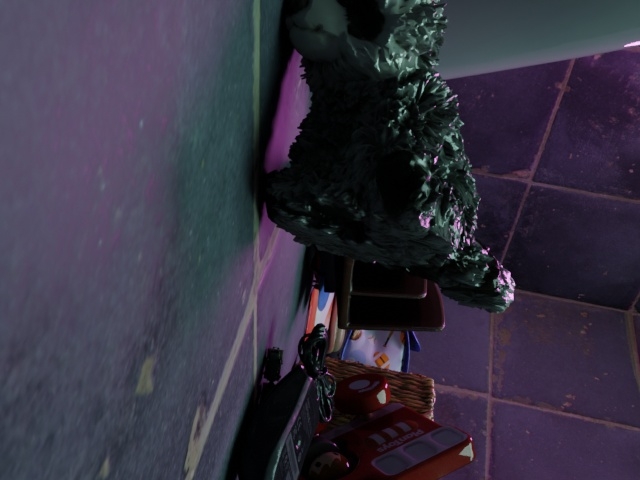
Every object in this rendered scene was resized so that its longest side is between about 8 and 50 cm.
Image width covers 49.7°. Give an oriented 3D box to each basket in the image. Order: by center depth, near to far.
[{"bbox_3d":[0.070,0.389,1.393,0.213,0.299,0.223,-63,163,-70],"label":"basket"}]

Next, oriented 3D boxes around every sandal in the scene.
[{"bbox_3d":[0.000,-0.001,1.273,0.255,0.054,0.097,82,10,-47],"label":"sandal"}]

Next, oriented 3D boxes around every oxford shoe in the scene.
[{"bbox_3d":[0.082,0.127,1.773,0.123,0.130,0.349,153,-48,-68],"label":"oxford shoe"}]

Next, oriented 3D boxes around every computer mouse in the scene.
[{"bbox_3d":[-0.053,0.259,0.959,0.272,0.072,0.189,-60,152,-52],"label":"computer mouse"}]

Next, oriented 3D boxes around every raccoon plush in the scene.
[{"bbox_3d":[0.102,-0.119,0.810,0.446,0.216,0.299,37,63,-55],"label":"raccoon plush"}]

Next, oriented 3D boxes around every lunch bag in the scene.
[{"bbox_3d":[0.123,0.314,1.942,0.328,0.238,0.386,170,-71,-78],"label":"lunch bag"}]

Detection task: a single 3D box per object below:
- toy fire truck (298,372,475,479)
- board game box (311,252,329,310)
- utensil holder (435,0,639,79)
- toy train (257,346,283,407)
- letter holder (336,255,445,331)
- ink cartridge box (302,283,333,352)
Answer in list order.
[{"bbox_3d":[0.062,0.349,1.116,0.254,0.302,0.170,7,-70,62],"label":"toy fire truck"},{"bbox_3d":[-0.002,0.062,1.435,0.133,0.033,0.169,-56,151,-65],"label":"board game box"},{"bbox_3d":[0.258,-0.382,0.873,0.327,0.385,0.328,-5,90,-65],"label":"utensil holder"},{"bbox_3d":[-0.075,0.226,1.006,0.036,0.027,0.158,-72,172,-76],"label":"toy train"},{"bbox_3d":[0.141,0.043,1.383,0.302,0.214,0.152,-90,-175,-66],"label":"letter holder"},{"bbox_3d":[0.000,0.164,1.591,0.179,0.045,0.146,-70,169,-74],"label":"ink cartridge box"}]
